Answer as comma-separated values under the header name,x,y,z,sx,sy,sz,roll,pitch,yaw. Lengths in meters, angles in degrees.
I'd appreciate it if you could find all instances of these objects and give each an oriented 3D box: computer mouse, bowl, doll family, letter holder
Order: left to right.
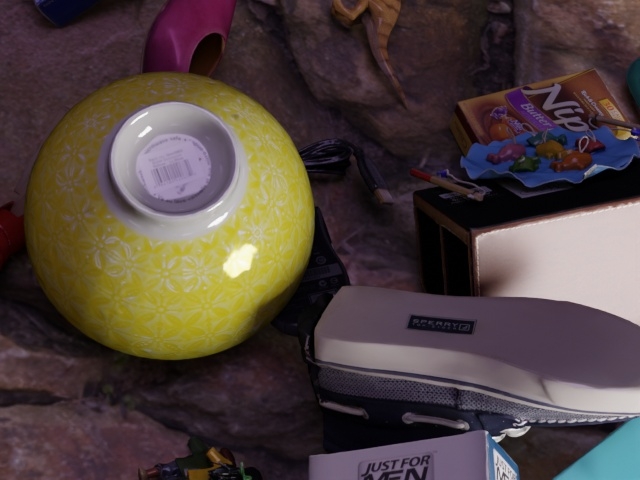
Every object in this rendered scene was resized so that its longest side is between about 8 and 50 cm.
name,x,y,z,sx,sy,sz,roll,pitch,yaw
bowl,-0.139,-0.047,1.118,0.289,0.156,0.290,2,71,-7
doll family,-0.088,0.260,1.093,0.111,0.076,0.193,-13,66,-20
computer mouse,0.000,0.000,1.275,0.184,0.060,0.262,-16,50,-12
letter holder,0.269,0.040,1.240,0.301,0.215,0.152,-12,20,-14

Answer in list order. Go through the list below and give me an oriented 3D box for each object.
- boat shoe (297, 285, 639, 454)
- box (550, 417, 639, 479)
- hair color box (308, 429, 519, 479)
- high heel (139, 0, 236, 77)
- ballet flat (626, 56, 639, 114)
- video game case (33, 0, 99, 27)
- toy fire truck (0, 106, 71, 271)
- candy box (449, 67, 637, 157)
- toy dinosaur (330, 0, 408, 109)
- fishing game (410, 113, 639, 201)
name,x,y,z,sx,sy,sz,roll,pitch,yaw
boat shoe,0.149,0.143,1.104,0.340,0.158,0.127,9,34,20
box,0.285,0.223,1.145,0.244,0.100,0.060,-31,66,-24
hair color box,0.083,0.347,0.992,0.173,0.105,0.347,-12,58,22
high heel,-0.124,-0.131,1.301,0.181,0.127,0.377,20,70,10
ballet flat,0.422,-0.124,1.405,0.079,0.077,0.222,8,55,-26
video game case,-0.257,-0.425,1.431,0.269,0.061,0.244,-32,62,8
toy fire truck,-0.371,-0.059,1.224,0.217,0.158,0.246,41,42,11
candy box,0.258,-0.127,1.390,0.186,0.053,0.109,-15,61,-18
toy dinosaur,0.067,-0.268,1.446,0.112,0.064,0.212,11,58,-2
fishing game,0.237,-0.097,1.251,0.264,0.041,0.189,-16,21,-21
